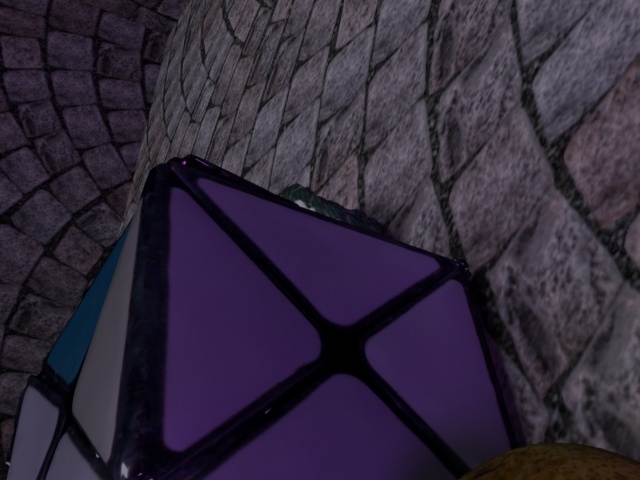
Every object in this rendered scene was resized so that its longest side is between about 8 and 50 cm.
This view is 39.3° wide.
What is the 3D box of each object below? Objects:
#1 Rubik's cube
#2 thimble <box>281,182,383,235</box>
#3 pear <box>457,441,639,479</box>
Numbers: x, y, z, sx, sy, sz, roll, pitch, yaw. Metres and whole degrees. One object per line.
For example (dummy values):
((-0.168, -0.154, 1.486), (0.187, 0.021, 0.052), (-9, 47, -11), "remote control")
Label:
((-0.060, 0.165, 0.690), (0.305, 0.307, 0.310), (-53, 28, 36), "Rubik's cube")
((0.002, 0.001, 0.940), (0.090, 0.119, 0.135), (-64, 7, 6), "thimble")
((0.126, 0.184, 0.456), (0.167, 0.136, 0.167), (-35, 30, 24), "pear")
